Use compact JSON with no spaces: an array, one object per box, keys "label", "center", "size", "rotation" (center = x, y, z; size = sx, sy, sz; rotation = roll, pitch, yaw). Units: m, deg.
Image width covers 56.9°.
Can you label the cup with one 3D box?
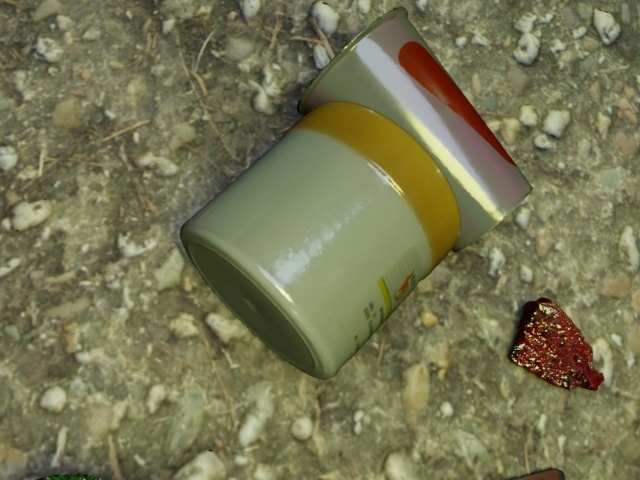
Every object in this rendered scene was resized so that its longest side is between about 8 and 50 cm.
[{"label":"cup","center":[0.135,-0.135,0.796],"size":[0.203,0.203,0.288],"rotation":[-40,87,-21]}]

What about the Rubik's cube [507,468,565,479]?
[{"label":"Rubik's cube","center":[0.181,0.371,0.623],"size":[0.233,0.228,0.228],"rotation":[35,18,-34]}]

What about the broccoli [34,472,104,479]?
[{"label":"broccoli","center":[-0.198,0.338,0.503],"size":[0.269,0.269,0.254],"rotation":[43,84,7]}]

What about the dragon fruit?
[{"label":"dragon fruit","center":[0.322,0.139,0.795],"size":[0.131,0.063,0.097],"rotation":[30,100,2]}]

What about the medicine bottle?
[{"label":"medicine bottle","center":[0.000,0.000,0.681],"size":[0.238,0.238,0.232],"rotation":[43,70,7]}]
